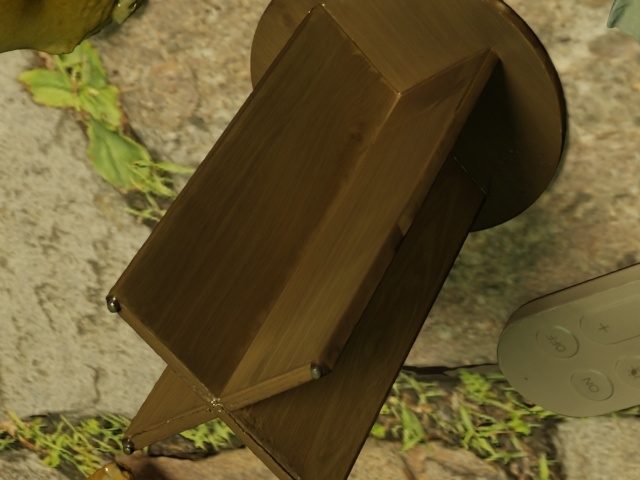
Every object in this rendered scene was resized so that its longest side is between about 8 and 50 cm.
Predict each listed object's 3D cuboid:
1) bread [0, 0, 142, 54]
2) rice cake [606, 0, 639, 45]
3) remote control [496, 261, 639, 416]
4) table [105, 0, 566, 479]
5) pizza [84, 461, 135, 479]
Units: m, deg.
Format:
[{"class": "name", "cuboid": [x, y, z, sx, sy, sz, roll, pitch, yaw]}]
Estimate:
[{"class": "bread", "cuboid": [-0.170, -0.140, 0.812, 0.156, 0.110, 0.103, 23, 132, 7]}, {"class": "rice cake", "cuboid": [0.152, -0.150, 0.664, 0.030, 0.042, 0.180, 24, 136, 11]}, {"class": "remote control", "cuboid": [0.191, 0.038, 0.833, 0.245, 0.022, 0.077, -22, 118, 42]}, {"class": "table", "cuboid": [0.000, 0.000, 0.755, 0.167, 0.226, 0.167, 16, 136, 16]}, {"class": "pizza", "cuboid": [-0.082, 0.216, 1.126, 0.194, 0.069, 0.154, 22, 137, 0]}]
